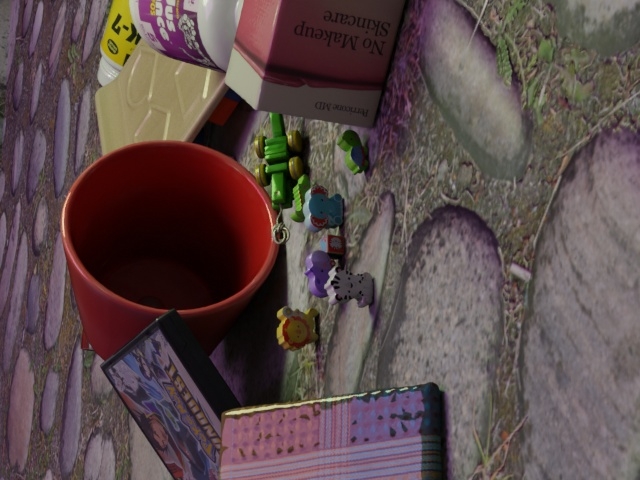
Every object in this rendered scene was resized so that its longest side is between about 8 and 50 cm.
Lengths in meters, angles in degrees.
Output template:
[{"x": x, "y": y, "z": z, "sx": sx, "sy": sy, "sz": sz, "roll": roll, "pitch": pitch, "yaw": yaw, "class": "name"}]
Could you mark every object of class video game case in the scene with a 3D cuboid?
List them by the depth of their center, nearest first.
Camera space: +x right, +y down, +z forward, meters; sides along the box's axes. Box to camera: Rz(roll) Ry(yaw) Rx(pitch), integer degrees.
[{"x": -0.151, "y": 0.232, "z": 1.753, "sx": 0.275, "sy": 0.035, "sz": 0.248, "roll": 56, "pitch": 151, "yaw": 1, "class": "video game case"}]

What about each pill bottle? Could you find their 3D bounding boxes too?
[{"x": -0.107, "y": -0.294, "z": 1.822, "sx": 0.301, "sy": 0.169, "sz": 0.169, "roll": 22, "pitch": 103, "yaw": 54, "class": "pill bottle"}, {"x": -0.298, "y": -0.347, "z": 2.398, "sx": 0.119, "sy": 0.119, "sz": 0.208, "roll": -108, "pitch": 33, "yaw": -47, "class": "pill bottle"}]

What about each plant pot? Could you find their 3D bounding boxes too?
[{"x": -0.209, "y": 0.043, "z": 1.894, "sx": 0.243, "sy": 0.275, "sz": 0.275, "roll": 111, "pitch": 156, "yaw": -55, "class": "plant pot"}]

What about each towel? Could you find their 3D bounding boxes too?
[{"x": 0.004, "y": 0.334, "z": 1.397, "sx": 0.271, "sy": 0.040, "sz": 0.370, "roll": -11, "pitch": 67, "yaw": 33, "class": "towel"}]

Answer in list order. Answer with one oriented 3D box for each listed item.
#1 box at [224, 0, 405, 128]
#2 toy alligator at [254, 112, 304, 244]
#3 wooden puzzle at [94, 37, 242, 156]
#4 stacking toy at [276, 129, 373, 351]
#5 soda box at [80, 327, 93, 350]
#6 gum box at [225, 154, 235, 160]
[{"x": 0.001, "y": -0.258, "z": 1.602, "sx": 0.127, "sy": 0.148, "sz": 0.232, "roll": -134, "pitch": 54, "yaw": -62, "class": "box"}, {"x": -0.046, "y": -0.074, "z": 1.794, "sx": 0.051, "sy": 0.056, "sz": 0.190, "roll": 47, "pitch": -144, "yaw": -62, "class": "toy alligator"}, {"x": -0.200, "y": -0.237, "z": 2.128, "sx": 0.348, "sy": 0.080, "sz": 0.322, "roll": -47, "pitch": 37, "yaw": 27, "class": "wooden puzzle"}, {"x": 0.000, "y": 0.000, "z": 1.648, "sx": 0.167, "sy": 0.052, "sz": 0.221, "roll": 141, "pitch": 133, "yaw": -59, "class": "stacking toy"}, {"x": -0.335, "y": 0.057, "z": 2.401, "sx": 0.092, "sy": 0.083, "sz": 0.263, "roll": 174, "pitch": 103, "yaw": -66, "class": "soda box"}, {"x": -0.174, "y": -0.033, "z": 2.065, "sx": 0.188, "sy": 0.062, "sz": 0.107, "roll": 123, "pitch": 147, "yaw": -46, "class": "gum box"}]
